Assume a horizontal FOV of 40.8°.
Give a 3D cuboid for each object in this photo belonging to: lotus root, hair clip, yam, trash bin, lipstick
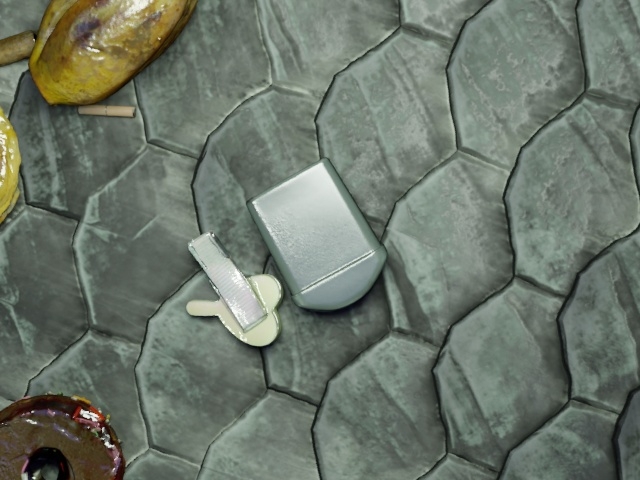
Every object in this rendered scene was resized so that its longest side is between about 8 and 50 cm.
[{"bbox_3d":[-0.340,-0.334,1.354,0.291,0.193,0.193,-42,95,8],"label":"lotus root"},{"bbox_3d":[-0.153,0.090,1.453,0.159,0.071,0.218,-35,90,7],"label":"hair clip"},{"bbox_3d":[-0.616,-0.281,1.426,0.327,0.045,0.045,-18,137,4],"label":"yam"},{"bbox_3d":[0.000,0.000,1.428,0.177,0.101,0.236,-30,94,5],"label":"trash bin"},{"bbox_3d":[-0.358,-0.218,1.443,0.094,0.019,0.018,4,97,0],"label":"lipstick"}]

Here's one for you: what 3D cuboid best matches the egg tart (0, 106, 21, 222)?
[{"bbox_3d":[-0.644,-0.134,1.395,0.342,0.129,0.340,-1,100,-3],"label":"egg tart"}]

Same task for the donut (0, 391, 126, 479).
[{"bbox_3d":[-0.460,0.384,1.475,0.270,0.103,0.269,0,99,-1],"label":"donut"}]
